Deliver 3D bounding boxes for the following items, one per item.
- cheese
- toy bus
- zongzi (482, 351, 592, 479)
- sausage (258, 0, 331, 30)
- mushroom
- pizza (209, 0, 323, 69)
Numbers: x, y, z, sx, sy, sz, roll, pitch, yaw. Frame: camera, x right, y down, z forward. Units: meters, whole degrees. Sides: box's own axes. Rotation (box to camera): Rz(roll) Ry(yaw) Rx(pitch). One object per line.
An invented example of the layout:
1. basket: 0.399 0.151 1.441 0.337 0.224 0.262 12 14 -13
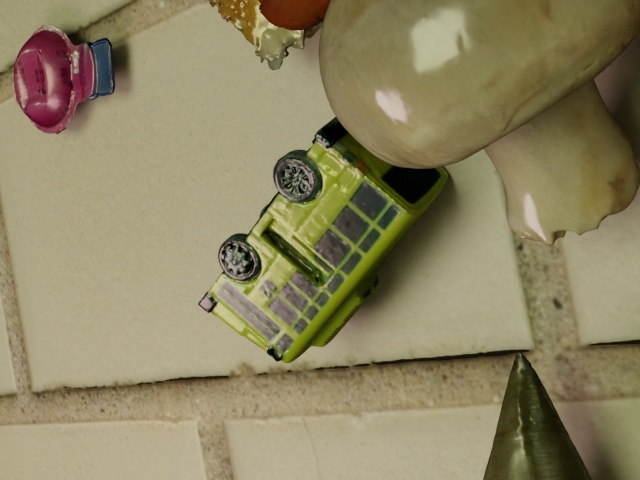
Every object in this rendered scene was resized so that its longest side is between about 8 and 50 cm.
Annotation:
1. cheese: -0.356 -0.227 1.507 0.244 0.062 0.155 -2 94 44
2. toy bus: 0.000 0.000 1.112 0.150 0.128 0.262 40 125 5
3. zongzi: 0.147 0.315 0.996 0.323 0.160 0.360 -32 73 41
4. sausage: 0.025 -0.283 0.947 0.330 0.102 0.102 -40 66 59
5. mushroom: 0.159 -0.144 0.871 0.298 0.297 0.290 -28 104 43
6. pizza: -0.061 -0.459 1.173 0.435 0.080 0.392 51 127 27
